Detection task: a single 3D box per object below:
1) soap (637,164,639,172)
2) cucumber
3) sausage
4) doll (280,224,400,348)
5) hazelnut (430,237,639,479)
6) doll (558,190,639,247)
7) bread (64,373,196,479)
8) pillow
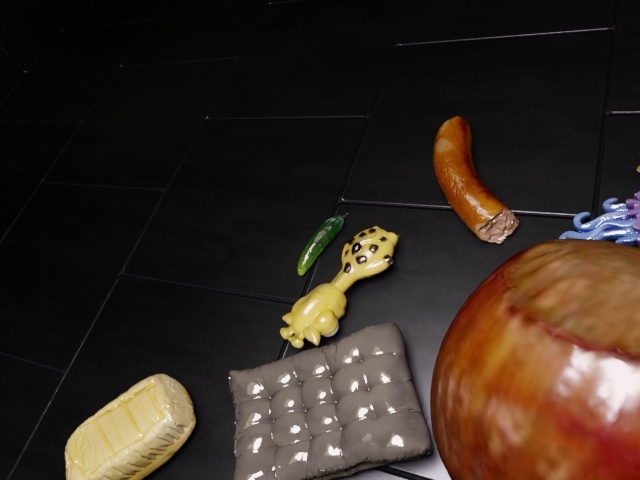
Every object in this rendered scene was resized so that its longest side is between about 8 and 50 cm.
[{"bbox_3d":[0.662,-0.106,0.866,0.140,0.073,0.232,-34,51,-3],"label":"soap"},{"bbox_3d":[0.000,0.000,1.108,0.039,0.039,0.168,28,74,35],"label":"cucumber"},{"bbox_3d":[0.282,-0.123,1.044,0.103,0.076,0.302,-16,54,3],"label":"sausage"},{"bbox_3d":[0.041,0.083,1.002,0.291,0.086,0.117,-49,38,-16],"label":"doll"},{"bbox_3d":[0.323,0.206,0.644,0.421,0.353,0.420,-6,81,46],"label":"hazelnut"},{"bbox_3d":[0.502,-0.025,0.890,0.206,0.067,0.109,-13,67,29],"label":"doll"},{"bbox_3d":[-0.339,0.354,0.969,0.236,0.106,0.140,-35,52,-2],"label":"bread"},{"bbox_3d":[0.001,0.283,0.876,0.327,0.101,0.228,-18,51,9],"label":"pillow"}]
